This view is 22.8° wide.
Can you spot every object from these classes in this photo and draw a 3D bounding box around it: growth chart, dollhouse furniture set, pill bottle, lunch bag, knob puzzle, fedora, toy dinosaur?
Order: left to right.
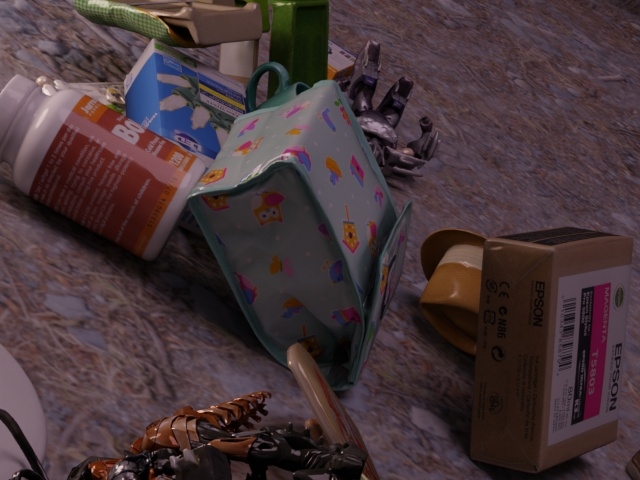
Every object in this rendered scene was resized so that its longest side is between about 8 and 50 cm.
[{"bbox_3d":[-0.236,-0.079,1.624,0.216,0.121,0.121,29,23,-4],"label":"pill bottle"},{"bbox_3d":[-0.229,-0.150,1.908,0.172,0.021,0.237,41,26,20],"label":"growth chart"},{"bbox_3d":[-0.150,-0.235,2.021,0.197,0.151,0.301,12,16,32],"label":"dollhouse furniture set"},{"bbox_3d":[-0.083,0.193,1.247,0.218,0.164,0.322,16,44,6],"label":"toy dinosaur"},{"bbox_3d":[0.000,0.000,1.644,0.262,0.160,0.223,61,23,-18],"label":"lunch bag"},{"bbox_3d":[0.008,0.173,1.428,0.213,0.030,0.213,61,3,-5],"label":"knob puzzle"},{"bbox_3d":[0.179,0.074,1.822,0.194,0.194,0.079,37,61,15],"label":"fedora"}]

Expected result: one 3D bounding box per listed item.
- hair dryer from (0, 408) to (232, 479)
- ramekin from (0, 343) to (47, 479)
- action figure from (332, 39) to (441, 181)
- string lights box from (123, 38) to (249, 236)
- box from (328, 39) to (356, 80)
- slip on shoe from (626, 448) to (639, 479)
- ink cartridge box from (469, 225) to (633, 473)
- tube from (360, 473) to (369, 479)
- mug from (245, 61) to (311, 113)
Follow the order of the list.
[{"bbox_3d":[-0.139,0.262,1.016,0.223,0.080,0.294,13,56,-41],"label":"hair dryer"},{"bbox_3d":[-0.320,0.138,1.069,0.277,0.135,0.277,25,24,-12],"label":"ramekin"},{"bbox_3d":[0.075,-0.174,2.226,0.185,0.099,0.285,31,26,-11],"label":"action figure"},{"bbox_3d":[-0.149,-0.113,1.821,0.133,0.077,0.260,25,29,-25],"label":"string lights box"},{"bbox_3d":[0.008,-0.280,2.446,0.081,0.028,0.136,34,21,9],"label":"box"},{"bbox_3d":[0.393,0.280,1.756,0.051,0.041,0.135,12,29,-37],"label":"slip on shoe"},{"bbox_3d":[0.245,0.109,1.672,0.088,0.235,0.193,8,9,35],"label":"ink cartridge box"},{"bbox_3d":[0.100,0.294,1.335,0.240,0.070,0.062,37,-14,2],"label":"tube"},{"bbox_3d":[-0.039,-0.125,1.945,0.129,0.097,0.158,35,30,-54],"label":"mug"}]
